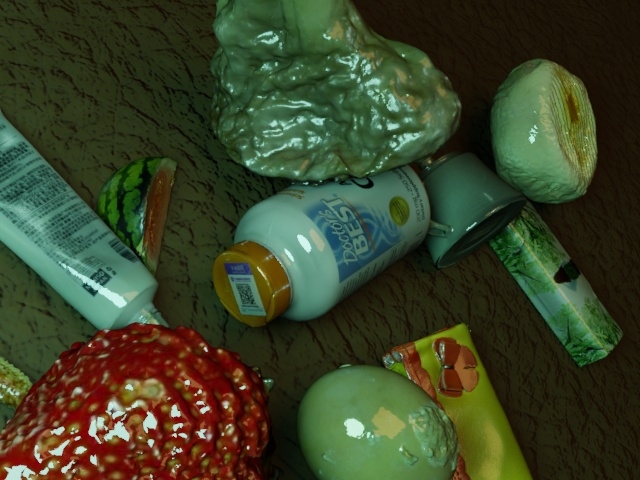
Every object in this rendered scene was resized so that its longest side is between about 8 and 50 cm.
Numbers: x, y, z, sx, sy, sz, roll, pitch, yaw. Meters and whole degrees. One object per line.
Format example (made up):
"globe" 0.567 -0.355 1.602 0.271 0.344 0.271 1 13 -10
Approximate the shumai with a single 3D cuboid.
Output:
"shumai" -0.004 -0.231 1.057 0.217 0.346 0.283 -36 122 -45

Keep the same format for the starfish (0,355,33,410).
"starfish" -0.410 0.135 0.740 0.312 0.113 0.303 -31 84 -45

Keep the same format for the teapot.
"teapot" 0.186 -0.064 1.256 0.239 0.162 0.149 -15 65 -48

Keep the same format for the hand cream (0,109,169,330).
"hand cream" -0.295 -0.012 0.946 0.341 0.078 0.124 44 48 4

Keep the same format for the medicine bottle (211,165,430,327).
"medicine bottle" 0.000 0.000 1.076 0.289 0.157 0.157 -32 85 -43

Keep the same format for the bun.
"bun" 0.363 -0.174 1.442 0.244 0.153 0.243 11 74 -45

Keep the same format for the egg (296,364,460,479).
"egg" 0.065 0.226 0.993 0.201 0.164 0.164 34 50 -15

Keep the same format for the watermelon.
"watermelon" -0.209 -0.047 1.014 0.087 0.069 0.163 19 57 -25

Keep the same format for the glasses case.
"glasses case" 0.368 0.060 1.370 0.095 0.062 0.272 -34 87 -42

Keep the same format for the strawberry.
"strawberry" -0.168 0.211 0.762 0.261 0.261 0.257 38 29 -12

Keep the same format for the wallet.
"wallet" 0.182 0.233 1.134 0.141 0.067 0.241 -13 73 -38
